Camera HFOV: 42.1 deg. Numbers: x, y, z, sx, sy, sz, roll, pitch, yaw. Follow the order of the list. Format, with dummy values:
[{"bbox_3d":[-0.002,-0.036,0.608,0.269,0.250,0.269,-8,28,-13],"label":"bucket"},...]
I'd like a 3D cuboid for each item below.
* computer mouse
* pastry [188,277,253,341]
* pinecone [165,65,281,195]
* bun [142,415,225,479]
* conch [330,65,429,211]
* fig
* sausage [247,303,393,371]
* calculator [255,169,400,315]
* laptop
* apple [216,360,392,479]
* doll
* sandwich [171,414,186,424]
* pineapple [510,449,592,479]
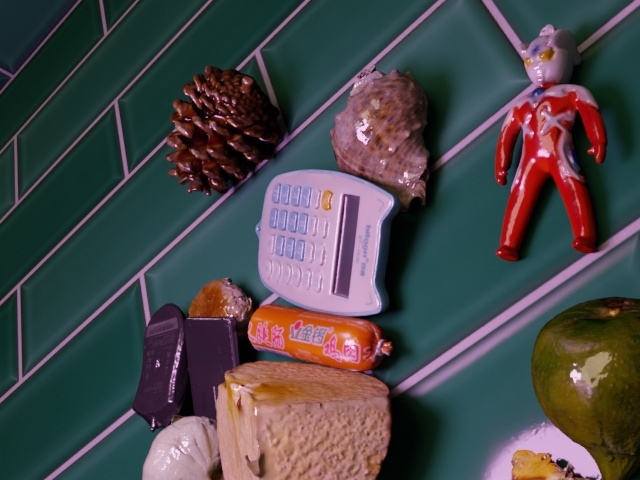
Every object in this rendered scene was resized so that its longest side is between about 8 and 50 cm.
[{"bbox_3d":[-0.303,0.262,1.690,0.147,0.088,0.264,-17,56,45],"label":"computer mouse"},{"bbox_3d":[-0.199,0.151,1.657,0.153,0.081,0.153,-19,57,31],"label":"pastry"},{"bbox_3d":[-0.211,-0.232,1.778,0.309,0.244,0.244,-50,41,29],"label":"pinecone"},{"bbox_3d":[-0.211,0.405,1.451,0.118,0.195,0.195,3,70,33],"label":"bun"},{"bbox_3d":[0.099,-0.190,1.490,0.210,0.159,0.291,-30,52,29],"label":"conch"},{"bbox_3d":[0.375,0.202,1.035,0.203,0.203,0.235,-7,103,42],"label":"fig"},{"bbox_3d":[0.004,0.169,1.433,0.312,0.093,0.093,4,72,47],"label":"sausage"},{"bbox_3d":[0.000,0.000,1.515,0.386,0.054,0.256,11,96,47],"label":"calculator"},{"bbox_3d":[-0.204,0.249,1.588,0.154,0.026,0.207,-4,91,42],"label":"laptop"},{"bbox_3d":[-0.052,0.301,1.308,0.314,0.252,0.309,-48,10,-11],"label":"apple"},{"bbox_3d":[0.352,-0.159,1.280,0.188,0.099,0.384,-11,64,41],"label":"doll"},{"bbox_3d":[-0.263,0.377,1.570,0.074,0.116,0.074,-14,58,39],"label":"sandwich"},{"bbox_3d":[0.293,0.318,1.083,0.114,0.077,0.114,-26,48,29],"label":"pineapple"}]
